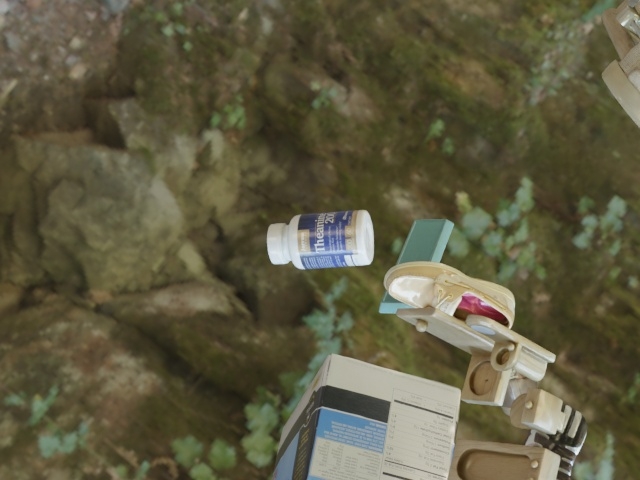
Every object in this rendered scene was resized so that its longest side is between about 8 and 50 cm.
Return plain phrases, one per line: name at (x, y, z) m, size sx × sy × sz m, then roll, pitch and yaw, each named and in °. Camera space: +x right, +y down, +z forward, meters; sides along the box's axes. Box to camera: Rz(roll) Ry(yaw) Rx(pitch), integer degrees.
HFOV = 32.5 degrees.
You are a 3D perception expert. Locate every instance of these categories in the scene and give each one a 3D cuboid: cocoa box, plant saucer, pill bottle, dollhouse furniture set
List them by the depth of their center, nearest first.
dollhouse furniture set at (0.143, 0.156, 1.047) m, size 0.144 × 0.123 × 0.151 m, roll -6°, pitch -119°, yaw 53°
pill bottle at (0.000, 0.000, 1.314) m, size 0.067 × 0.120 × 0.067 m, roll -4°, pitch 90°, yaw -76°
plant saucer at (0.143, 0.034, 1.639) m, size 0.018 × 0.067 × 0.192 m, roll 65°, pitch 36°, yaw -38°
cocoa box at (0.058, 0.376, 1.788) m, size 0.347 × 0.231 × 0.228 m, roll 116°, pitch -12°, yaw -57°

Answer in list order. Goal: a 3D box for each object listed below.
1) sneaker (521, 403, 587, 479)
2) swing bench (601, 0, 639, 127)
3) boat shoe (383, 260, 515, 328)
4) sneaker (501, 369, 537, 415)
sneaker at (0.322, 0.394, 1.692) m, size 0.281 × 0.106 × 0.162 m, roll -49°, pitch 164°, yaw -38°
swing bench at (0.383, -0.205, 0.943) m, size 0.253 × 0.165 × 0.255 m, roll -50°, pitch -175°, yaw 29°
boat shoe at (0.162, 0.072, 1.354) m, size 0.059 × 0.170 × 0.063 m, roll -86°, pitch -170°, yaw -58°
sneaker at (0.244, 0.148, 1.405) m, size 0.066 × 0.071 × 0.188 m, roll -15°, pitch -158°, yaw 5°
